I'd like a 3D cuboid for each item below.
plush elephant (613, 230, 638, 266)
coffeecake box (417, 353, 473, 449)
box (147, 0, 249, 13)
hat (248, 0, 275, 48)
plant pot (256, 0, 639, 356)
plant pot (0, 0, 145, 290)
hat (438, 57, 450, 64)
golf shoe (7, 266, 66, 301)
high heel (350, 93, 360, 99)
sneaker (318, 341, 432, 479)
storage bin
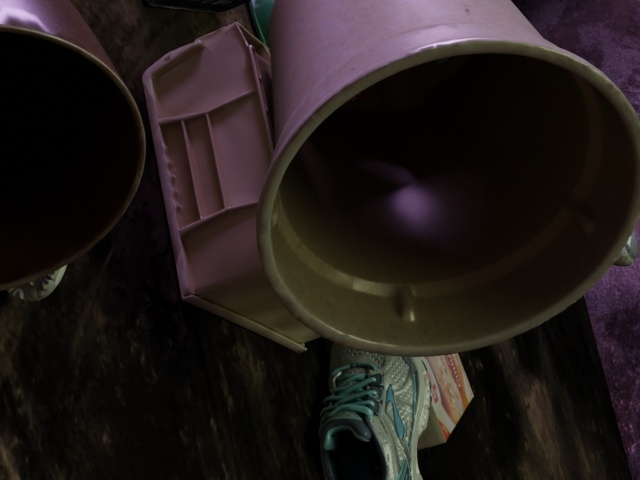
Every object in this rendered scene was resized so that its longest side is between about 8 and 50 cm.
[{"bbox_3d":[0.223,-0.040,2.126,0.255,0.330,0.272,1,67,-46],"label":"plush elephant"},{"bbox_3d":[0.121,0.165,1.886,0.142,0.068,0.185,70,19,-6],"label":"coffeecake box"},{"bbox_3d":[-0.022,-0.446,1.585,0.293,0.395,0.212,71,19,0],"label":"box"},{"bbox_3d":[0.027,-0.287,1.890,0.173,0.183,0.208,20,53,-66],"label":"hat"},{"bbox_3d":[0.086,-0.119,1.367,0.334,0.334,0.305,54,14,-40],"label":"plant pot"},{"bbox_3d":[-0.245,-0.119,0.986,0.215,0.215,0.230,49,12,-47],"label":"plant pot"},{"bbox_3d":[0.087,-0.104,1.911,0.134,0.331,0.331,29,-22,52],"label":"hat"},{"bbox_3d":[-0.206,-0.020,1.168,0.086,0.069,0.176,56,24,-51],"label":"golf shoe"},{"bbox_3d":[0.042,-0.081,1.762,0.127,0.181,0.377,-29,101,-51],"label":"high heel"},{"bbox_3d":[0.051,0.193,1.608,0.122,0.110,0.283,41,34,-50],"label":"sneaker"},{"bbox_3d":[-0.050,-0.049,1.542,0.262,0.123,0.260,32,42,-61],"label":"storage bin"}]
